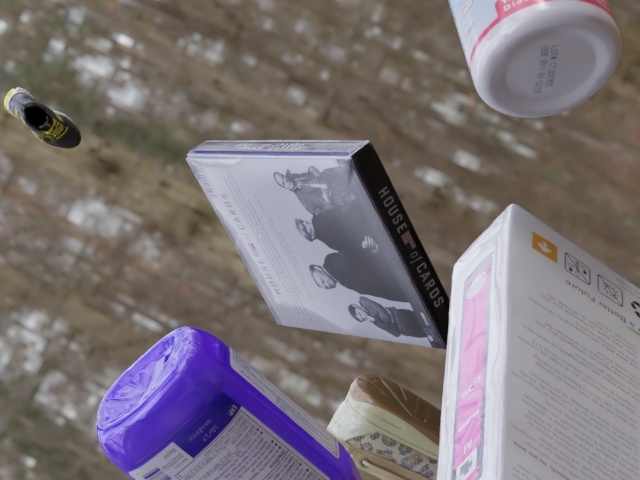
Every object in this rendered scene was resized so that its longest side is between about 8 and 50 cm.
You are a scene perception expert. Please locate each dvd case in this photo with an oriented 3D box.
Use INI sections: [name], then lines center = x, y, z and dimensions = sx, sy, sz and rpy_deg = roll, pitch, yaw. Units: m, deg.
[dvd case]
center = 0.000, 0.000, 1.570
dimensions = 0.029, 0.239, 0.179
rpy_deg = -38, -67, -26

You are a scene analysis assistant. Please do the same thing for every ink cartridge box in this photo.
[ink cartridge box]
center = 0.145, 0.137, 0.985
dimensions = 0.069, 0.176, 0.371
rpy_deg = -49, 16, 27

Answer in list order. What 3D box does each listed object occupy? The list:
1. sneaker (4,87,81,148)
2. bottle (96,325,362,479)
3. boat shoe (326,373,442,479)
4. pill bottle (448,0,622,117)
[sneaker]
center = -0.239, -0.100, 1.693
dimensions = 0.083, 0.035, 0.031
rpy_deg = 33, -85, -39
[bottle]
center = -0.032, 0.187, 1.442
dimensions = 0.118, 0.283, 0.092
rpy_deg = -42, 22, 17
[boat shoe]
center = 0.139, 0.245, 2.001
dimensions = 0.089, 0.285, 0.104
rpy_deg = -58, -4, 17
[pill bottle]
center = 0.115, -0.156, 1.136
dimensions = 0.087, 0.087, 0.160
rpy_deg = 88, 171, -52
